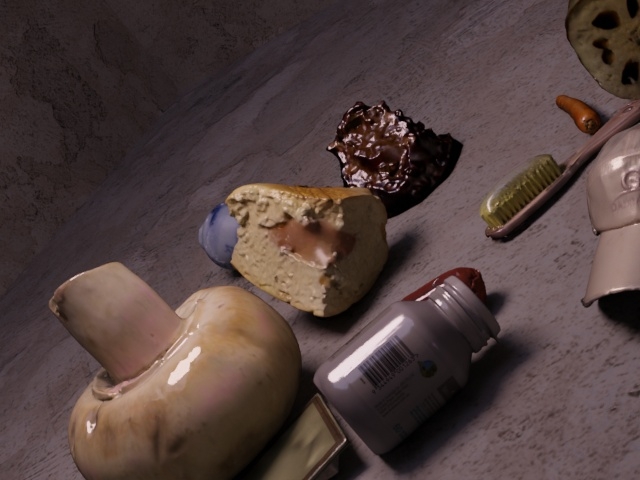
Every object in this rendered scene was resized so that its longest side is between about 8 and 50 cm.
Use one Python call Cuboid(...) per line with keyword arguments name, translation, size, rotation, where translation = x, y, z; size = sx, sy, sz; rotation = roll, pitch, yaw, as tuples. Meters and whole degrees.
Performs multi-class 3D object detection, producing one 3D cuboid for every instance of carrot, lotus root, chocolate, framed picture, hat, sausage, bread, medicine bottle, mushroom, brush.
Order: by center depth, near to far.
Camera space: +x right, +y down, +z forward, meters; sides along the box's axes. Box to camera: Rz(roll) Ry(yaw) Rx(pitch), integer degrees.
Cuboid(name="hat", translation=(0.372, -0.031, 1.285), size=(0.232, 0.161, 0.275), rotation=(-21, 29, 50))
Cuboid(name="medicine bottle", translation=(0.110, 0.145, 1.389), size=(0.215, 0.135, 0.135), rotation=(-40, 19, -4))
Cuboid(name="framed picture", translation=(-0.061, 0.309, 1.471), size=(0.231, 0.010, 0.173), rotation=(-47, 17, 2))
Cuboid(name="sausage", translation=(0.160, 0.088, 1.524), size=(0.141, 0.076, 0.076), rotation=(-36, 19, 13))
Cuboid(name="mushroom", translation=(-0.201, 0.196, 1.637), size=(0.325, 0.353, 0.353), rotation=(-9, -7, -45))
Cuboid(name="brush", translation=(0.349, -0.119, 1.661), size=(0.313, 0.067, 0.072), rotation=(-39, 18, -7))
Cuboid(name="lotus root", translation=(0.524, -0.397, 1.720), size=(0.250, 0.250, 0.346), rotation=(-13, 30, 52))
Cuboid(name="carrot", translation=(0.403, -0.204, 1.798), size=(0.037, 0.037, 0.190), rotation=(-36, 16, 10))
Cuboid(name="bread", translation=(-0.005, -0.003, 1.829), size=(0.224, 0.183, 0.211), rotation=(15, 20, 38))
Cuboid(name="chocolate", translation=(0.109, -0.162, 2.020), size=(0.224, 0.177, 0.206), rotation=(-43, 19, -8))

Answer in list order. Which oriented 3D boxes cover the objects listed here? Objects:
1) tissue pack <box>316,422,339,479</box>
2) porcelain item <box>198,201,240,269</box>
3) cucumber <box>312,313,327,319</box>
Cuboid(name="tissue pack", translation=(-0.002, 0.275, 1.471), size=(0.056, 0.023, 0.108), rotation=(-35, 20, 17))
Cuboid(name="porcelain item", translation=(-0.131, -0.014, 2.205), size=(0.259, 0.141, 0.141), rotation=(-3, 39, 45))
Cuboid(name="cucumber", translation=(-0.009, 0.098, 1.869), size=(0.036, 0.033, 0.184), rotation=(-62, 16, 10))
